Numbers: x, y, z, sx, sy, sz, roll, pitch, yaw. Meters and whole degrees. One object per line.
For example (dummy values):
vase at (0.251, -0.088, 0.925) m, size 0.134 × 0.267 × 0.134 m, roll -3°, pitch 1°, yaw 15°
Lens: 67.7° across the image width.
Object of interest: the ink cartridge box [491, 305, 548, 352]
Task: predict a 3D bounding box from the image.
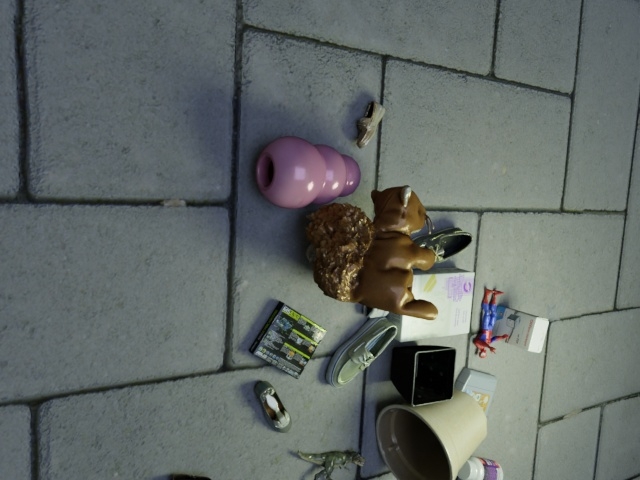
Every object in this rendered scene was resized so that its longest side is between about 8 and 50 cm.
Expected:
ink cartridge box at (0.797, 0.354, 1.924) m, size 0.082 × 0.191 × 0.139 m, roll 15°, pitch 89°, yaw -30°

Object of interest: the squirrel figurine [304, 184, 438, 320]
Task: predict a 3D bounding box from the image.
squirrel figurine at (0.159, 0.006, 1.407) m, size 0.397 × 0.281 × 0.370 m, roll 13°, pitch 88°, yaw -22°

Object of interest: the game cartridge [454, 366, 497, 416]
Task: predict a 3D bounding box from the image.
game cartridge at (0.601, 0.674, 1.941) m, size 0.198 × 0.062 × 0.297 m, roll 21°, pitch 87°, yaw -34°

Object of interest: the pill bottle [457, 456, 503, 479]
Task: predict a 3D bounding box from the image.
pill bottle at (0.653, 0.956, 1.975) m, size 0.194 × 0.108 × 0.108 m, roll 22°, pitch 86°, yaw -30°

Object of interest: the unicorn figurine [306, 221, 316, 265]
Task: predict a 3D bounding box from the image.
unicorn figurine at (0.000, 0.000, 1.520) m, size 0.111 × 0.060 × 0.161 m, roll -11°, pitch 87°, yaw -22°

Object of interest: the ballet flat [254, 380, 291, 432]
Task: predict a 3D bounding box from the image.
ballet flat at (-0.142, 0.538, 1.504) m, size 0.072 × 0.068 × 0.213 m, roll -33°, pitch 111°, yaw -21°

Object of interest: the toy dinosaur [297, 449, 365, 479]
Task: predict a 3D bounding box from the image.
toy dinosaur at (0.025, 0.778, 1.637) m, size 0.268 × 0.064 × 0.118 m, roll 15°, pitch 83°, yaw -27°

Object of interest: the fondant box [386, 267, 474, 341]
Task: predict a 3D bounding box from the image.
fondant box at (0.403, 0.227, 1.745) m, size 0.331 × 0.096 × 0.238 m, roll -1°, pitch 98°, yaw -30°

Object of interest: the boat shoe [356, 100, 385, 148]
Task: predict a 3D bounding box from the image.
boat shoe at (0.150, -0.378, 1.546) m, size 0.059 × 0.063 × 0.170 m, roll 34°, pitch 71°, yaw -25°

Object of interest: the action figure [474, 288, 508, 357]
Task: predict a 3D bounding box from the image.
action figure at (0.696, 0.345, 1.904) m, size 0.092 × 0.139 × 0.280 m, roll 10°, pitch 95°, yaw -28°

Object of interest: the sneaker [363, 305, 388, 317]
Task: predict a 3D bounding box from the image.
sneaker at (0.182, 0.146, 1.612) m, size 0.091 × 0.094 × 0.258 m, roll -14°, pitch 104°, yaw -31°

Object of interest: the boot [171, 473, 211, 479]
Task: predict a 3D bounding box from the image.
boot at (-0.357, 0.809, 1.409) m, size 0.249 × 0.090 × 0.206 m, roll 23°, pitch 88°, yaw -26°

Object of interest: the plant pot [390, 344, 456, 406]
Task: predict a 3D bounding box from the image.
plant pot at (0.352, 0.462, 1.706) m, size 0.188 × 0.167 × 0.187 m, roll 2°, pitch 92°, yaw -30°

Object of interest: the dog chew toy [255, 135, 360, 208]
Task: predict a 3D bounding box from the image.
dog chew toy at (-0.019, -0.196, 1.404) m, size 0.332 × 0.207 × 0.206 m, roll -4°, pitch 99°, yaw -36°

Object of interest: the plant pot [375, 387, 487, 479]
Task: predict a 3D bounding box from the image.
plant pot at (0.423, 0.692, 1.721) m, size 0.306 × 0.334 × 0.333 m, roll -15°, pitch 104°, yaw -38°

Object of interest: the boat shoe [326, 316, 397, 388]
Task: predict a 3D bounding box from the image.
boat shoe at (0.139, 0.378, 1.621) m, size 0.302 × 0.094 × 0.109 m, roll -49°, pitch 116°, yaw -15°

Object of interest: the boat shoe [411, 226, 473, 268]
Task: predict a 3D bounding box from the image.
boat shoe at (0.418, 0.028, 1.727) m, size 0.305 × 0.091 × 0.109 m, roll -21°, pitch 105°, yaw -25°

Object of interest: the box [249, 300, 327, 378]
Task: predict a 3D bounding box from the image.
box at (-0.100, 0.317, 1.511) m, size 0.191 × 0.045 × 0.184 m, roll 36°, pitch 77°, yaw -27°
